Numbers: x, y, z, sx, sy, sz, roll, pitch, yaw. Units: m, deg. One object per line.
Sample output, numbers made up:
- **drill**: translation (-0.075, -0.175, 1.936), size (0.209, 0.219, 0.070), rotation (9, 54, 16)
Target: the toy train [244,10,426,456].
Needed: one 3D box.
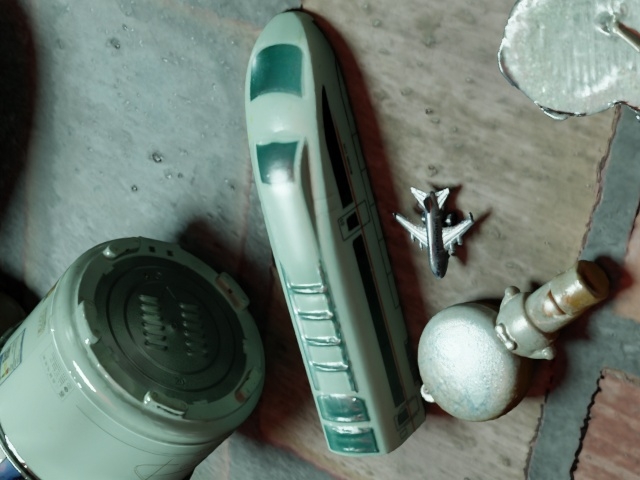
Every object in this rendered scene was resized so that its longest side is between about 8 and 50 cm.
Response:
- **toy train**: translation (0.000, 0.000, 1.325), size (0.086, 0.088, 0.407), rotation (0, 114, 37)

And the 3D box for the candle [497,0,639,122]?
- **candle**: translation (0.224, -0.169, 1.074), size (0.192, 0.068, 0.168), rotation (10, 124, 30)

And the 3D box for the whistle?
- **whistle**: translation (0.163, 0.084, 1.277), size (0.220, 0.057, 0.107), rotation (-42, 73, 39)

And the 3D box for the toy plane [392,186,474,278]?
- **toy plane**: translation (0.102, -0.007, 1.283), size (0.078, 0.031, 0.083), rotation (4, 117, 35)

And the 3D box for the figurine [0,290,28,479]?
- **figurine**: translation (-0.371, 0.147, 1.647), size (0.161, 0.158, 0.275), rotation (-31, 88, 32)

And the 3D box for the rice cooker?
- **rice cooker**: translation (-0.193, 0.138, 1.449), size (0.227, 0.241, 0.280), rotation (-46, 49, 38)
